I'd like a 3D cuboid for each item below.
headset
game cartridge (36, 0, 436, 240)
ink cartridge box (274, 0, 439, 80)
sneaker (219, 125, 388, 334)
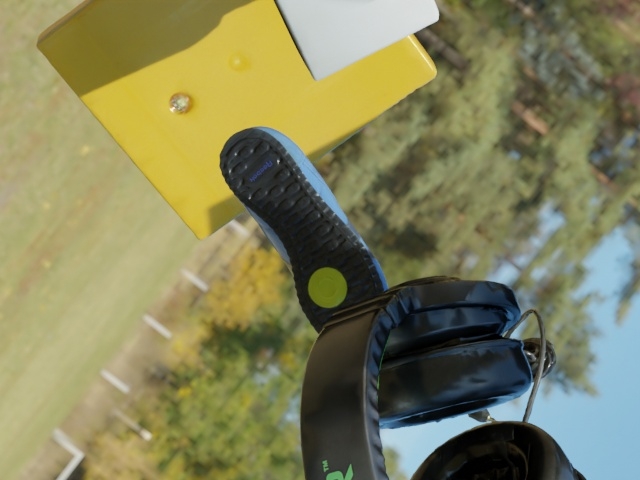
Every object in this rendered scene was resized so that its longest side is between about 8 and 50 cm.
[{"bbox_3d":[0.078,0.143,1.016,0.185,0.243,0.394,-20,-174,28],"label":"headset"},{"bbox_3d":[-0.086,-0.196,1.562,0.323,0.285,0.053,-34,-159,10],"label":"game cartridge"},{"bbox_3d":[0.046,-0.299,1.241,0.239,0.275,0.060,-26,-140,1],"label":"ink cartridge box"},{"bbox_3d":[0.000,0.000,1.153,0.069,0.209,0.082,-35,171,13],"label":"sneaker"}]
